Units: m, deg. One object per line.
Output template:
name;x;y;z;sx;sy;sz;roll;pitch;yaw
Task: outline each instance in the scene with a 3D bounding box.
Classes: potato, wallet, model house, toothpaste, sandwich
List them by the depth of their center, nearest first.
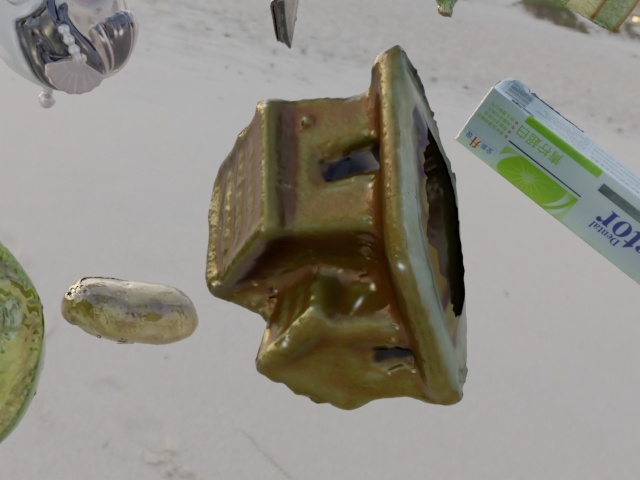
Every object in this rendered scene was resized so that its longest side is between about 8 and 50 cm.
model house;-0.002;0.008;0.765;0.239;0.268;0.173;-8;-20;22
toothpaste;0.310;-0.047;0.978;0.336;0.081;0.067;40;33;9
potato;-0.241;0.090;1.120;0.170;0.080;0.107;4;22;-20
sandwich;0.393;-0.378;1.160;0.117;0.187;0.144;32;20;10
wallet;-0.050;-0.445;1.473;0.031;0.232;0.122;7;-26;4

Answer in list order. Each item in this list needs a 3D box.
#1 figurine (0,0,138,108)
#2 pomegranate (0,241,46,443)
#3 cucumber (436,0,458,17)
figurine;-0.416;-0.400;1.343;0.211;0.361;0.253;-13;19;40
pomegranate;-0.468;0.127;0.915;0.309;0.359;0.216;38;-16;-35
cucumber;0.180;-0.415;1.154;0.134;0.245;0.134;8;8;-1
